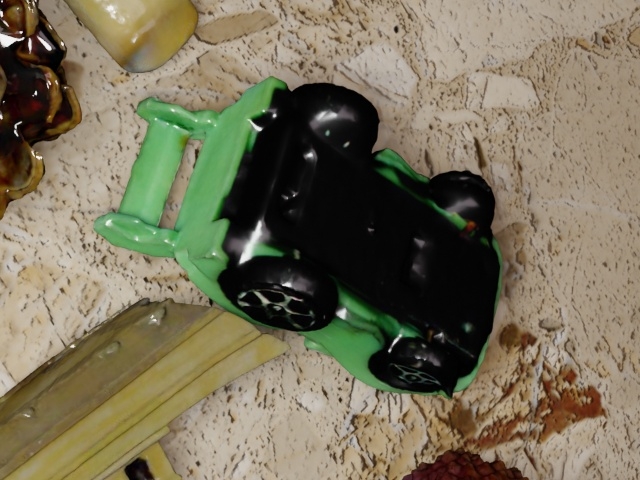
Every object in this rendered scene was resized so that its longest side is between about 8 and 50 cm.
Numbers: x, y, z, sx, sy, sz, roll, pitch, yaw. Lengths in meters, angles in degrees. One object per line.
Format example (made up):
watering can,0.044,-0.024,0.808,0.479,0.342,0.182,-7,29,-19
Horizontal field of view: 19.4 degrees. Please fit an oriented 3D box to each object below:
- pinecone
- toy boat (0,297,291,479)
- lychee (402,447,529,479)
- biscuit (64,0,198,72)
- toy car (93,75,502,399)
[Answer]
pinecone,-0.321,-0.115,1.460,0.257,0.243,0.243,-41,104,-18
toy boat,-0.200,0.192,1.530,0.445,0.136,0.162,-39,107,-34
lychee,0.142,0.313,1.681,0.271,0.271,0.271,7,77,-32
biscuit,-0.183,-0.319,1.683,0.290,0.062,0.237,49,60,-15
toy car,0.000,0.000,1.680,0.359,0.176,0.213,32,59,-31
